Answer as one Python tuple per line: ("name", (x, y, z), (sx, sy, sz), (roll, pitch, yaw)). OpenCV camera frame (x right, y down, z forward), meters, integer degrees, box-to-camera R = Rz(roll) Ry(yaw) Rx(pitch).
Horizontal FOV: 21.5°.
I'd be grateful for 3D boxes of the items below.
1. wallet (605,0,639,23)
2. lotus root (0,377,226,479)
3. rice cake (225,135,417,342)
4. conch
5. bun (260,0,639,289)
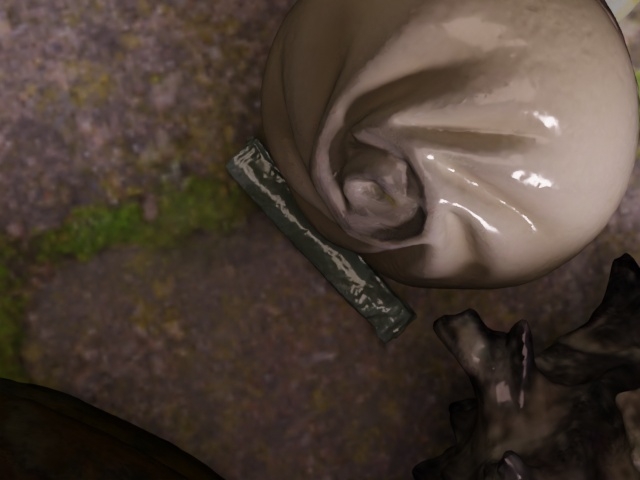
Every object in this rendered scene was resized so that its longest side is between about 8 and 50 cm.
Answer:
("wallet", (0.132, -0.239, 0.810), (0.309, 0.077, 0.223), (-45, 101, -3))
("lotus root", (-0.105, 0.198, 0.713), (0.346, 0.250, 0.250), (40, 86, -4))
("rice cake", (0.000, 0.000, 0.820), (0.022, 0.021, 0.121), (-41, 97, 5))
("conch", (0.182, 0.133, 0.746), (0.313, 0.241, 0.186), (34, 101, -20))
("bun", (0.051, -0.047, 0.746), (0.173, 0.173, 0.120), (46, 41, -7))
